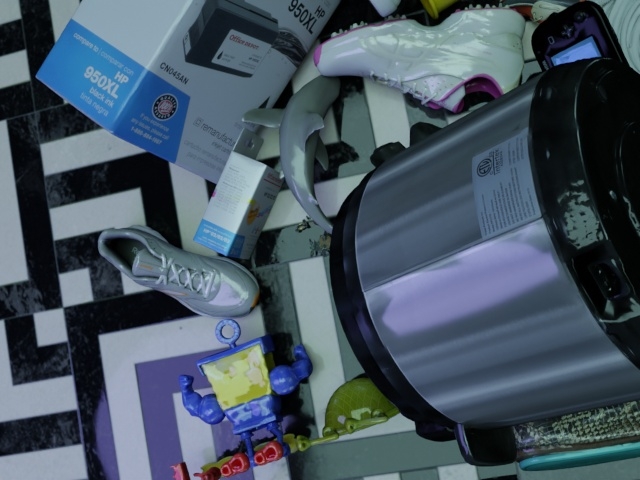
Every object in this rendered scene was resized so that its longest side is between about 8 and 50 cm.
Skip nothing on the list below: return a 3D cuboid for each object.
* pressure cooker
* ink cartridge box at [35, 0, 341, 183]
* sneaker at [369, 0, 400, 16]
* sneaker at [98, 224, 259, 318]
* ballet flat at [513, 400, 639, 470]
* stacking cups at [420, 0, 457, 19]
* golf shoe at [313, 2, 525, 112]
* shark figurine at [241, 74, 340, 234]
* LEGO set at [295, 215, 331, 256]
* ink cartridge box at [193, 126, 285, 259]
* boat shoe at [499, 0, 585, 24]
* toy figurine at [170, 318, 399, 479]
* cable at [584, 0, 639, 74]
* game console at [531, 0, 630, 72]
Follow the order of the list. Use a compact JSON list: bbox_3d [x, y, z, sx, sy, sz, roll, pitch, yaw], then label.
[{"bbox_3d":[0.216,0.025,0.922,0.420,0.370,0.375,-27,107,42],"label":"pressure cooker"},{"bbox_3d":[-0.154,-0.309,1.093,0.166,0.285,0.395,35,95,25],"label":"ink cartridge box"},{"bbox_3d":[0.094,-0.433,1.083,0.123,0.106,0.290,-25,48,25],"label":"sneaker"},{"bbox_3d":[-0.222,0.051,1.182,0.262,0.121,0.099,20,92,13],"label":"sneaker"},{"bbox_3d":[0.475,0.206,1.005,0.483,0.164,0.182,-3,66,14],"label":"ballet flat"},{"bbox_3d":[0.276,-0.440,1.112,0.316,0.096,0.096,-31,80,9],"label":"stacking cups"},{"bbox_3d":[0.141,-0.249,1.125,0.306,0.115,0.140,-5,89,13],"label":"golf shoe"},{"bbox_3d":[-0.007,-0.120,1.114,0.166,0.116,0.278,-3,77,-30],"label":"shark figurine"},{"bbox_3d":[0.001,-0.002,1.188,0.054,0.023,0.083,-34,67,7],"label":"LEGO set"},{"bbox_3d":[-0.111,-0.067,1.172,0.061,0.104,0.181,24,92,13],"label":"ink cartridge box"},{"bbox_3d":[0.325,-0.328,1.120,0.137,0.049,0.043,4,89,9],"label":"boat shoe"},{"bbox_3d":[-0.086,0.203,1.114,0.362,0.191,0.217,-22,77,10],"label":"toy figurine"},{"bbox_3d":[0.492,-0.251,1.041,0.257,0.089,0.257,-29,74,5],"label":"cable"},{"bbox_3d":[0.373,-0.125,1.022,0.213,0.044,0.361,-24,93,39],"label":"game console"}]
